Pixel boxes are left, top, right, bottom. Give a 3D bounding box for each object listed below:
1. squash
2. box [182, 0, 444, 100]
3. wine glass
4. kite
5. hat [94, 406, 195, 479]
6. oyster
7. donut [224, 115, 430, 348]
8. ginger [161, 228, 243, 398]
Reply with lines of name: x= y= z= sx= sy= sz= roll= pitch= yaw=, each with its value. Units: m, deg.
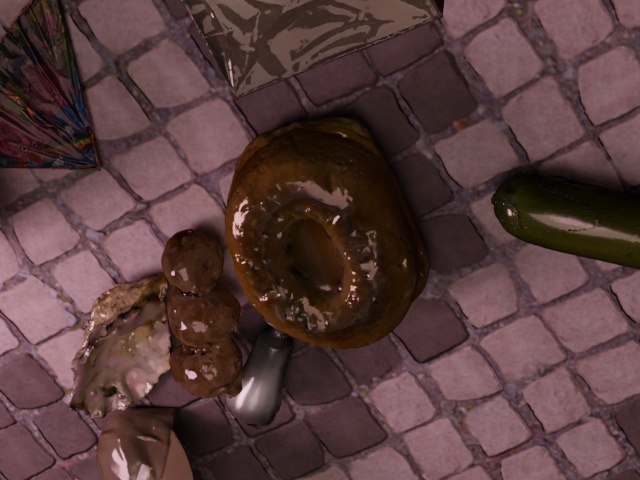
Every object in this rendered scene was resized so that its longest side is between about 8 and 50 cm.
squash: x=0.348 y=-0.010 z=1.551 sx=0.331 sy=0.087 sz=0.087 roll=12 pitch=121 yaw=0
box: x=-0.007 y=-0.270 z=1.419 sx=0.231 sy=0.149 sz=0.155 roll=-18 pitch=116 yaw=18
wine glass: x=-0.062 y=0.146 z=1.713 sx=0.072 sy=0.072 sz=0.155 roll=20 pitch=121 yaw=-3
kite: x=-0.344 y=-0.150 z=1.625 sx=0.234 sy=0.016 sz=0.321 roll=38 pitch=119 yaw=-15
hat: x=-0.222 y=0.317 z=1.786 sx=0.144 sy=0.173 sz=0.166 roll=5 pitch=119 yaw=-2
oyster: x=-0.249 y=0.130 z=1.739 sx=0.132 sy=0.072 sz=0.209 roll=-11 pitch=137 yaw=-18
donut: x=0.000 y=0.000 z=1.587 sx=0.208 sy=0.128 sz=0.261 roll=-21 pitch=113 yaw=20
ginger: x=-0.142 y=0.087 z=1.670 sx=0.104 sy=0.080 sz=0.204 roll=10 pitch=112 yaw=35
